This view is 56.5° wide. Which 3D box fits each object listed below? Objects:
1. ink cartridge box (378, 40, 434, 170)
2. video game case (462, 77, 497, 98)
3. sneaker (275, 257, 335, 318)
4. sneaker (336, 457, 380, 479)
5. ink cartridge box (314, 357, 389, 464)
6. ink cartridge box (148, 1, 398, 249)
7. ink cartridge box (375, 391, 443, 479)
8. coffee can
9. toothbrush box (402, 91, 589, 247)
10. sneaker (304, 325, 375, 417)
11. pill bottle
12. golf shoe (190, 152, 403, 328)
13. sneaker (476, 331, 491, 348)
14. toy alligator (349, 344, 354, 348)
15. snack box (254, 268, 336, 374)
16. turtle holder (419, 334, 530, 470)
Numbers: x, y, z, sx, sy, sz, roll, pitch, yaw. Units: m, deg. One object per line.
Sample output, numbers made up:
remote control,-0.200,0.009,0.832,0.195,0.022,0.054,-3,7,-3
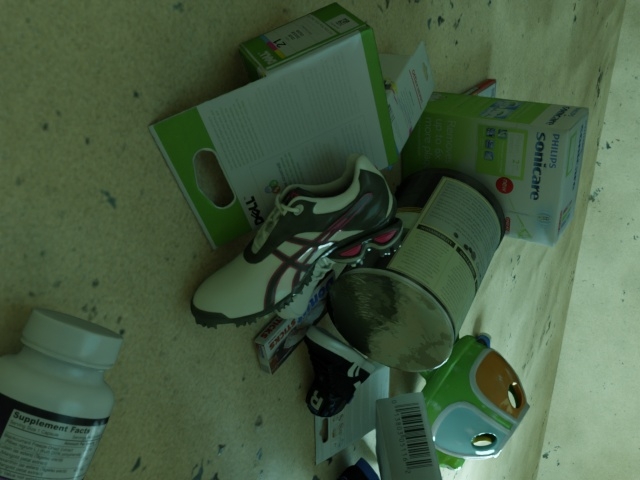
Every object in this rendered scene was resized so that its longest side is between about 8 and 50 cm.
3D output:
ink cartridge box,0.107,-0.213,0.922,0.181,0.062,0.104,-59,145,-22
video game case,0.307,-0.212,1.266,0.285,0.025,0.204,-36,132,-45
sneaker,0.000,0.000,0.796,0.090,0.115,0.232,14,91,-58
sneaker,0.069,0.514,1.169,0.090,0.081,0.232,-32,135,-22
ink cartridge box,0.050,0.308,1.095,0.179,0.045,0.145,-19,121,-32
ink cartridge box,-0.053,-0.132,0.696,0.255,0.097,0.188,-26,133,-7
ink cartridge box,0.169,0.493,1.075,0.385,0.091,0.308,80,1,-54
coffee can,0.160,0.040,0.954,0.275,0.202,0.201,-53,142,-40
toothbrush box,0.292,-0.132,1.034,0.122,0.283,0.206,-39,134,-44
sneaker,0.013,0.216,0.927,0.121,0.079,0.217,-55,147,-7
pill bottle,-0.242,0.160,0.500,0.108,0.108,0.193,35,73,-56
golf shoe,-0.040,-0.001,0.693,0.273,0.105,0.120,-29,122,-7
sneaker,0.461,0.348,1.706,0.085,0.058,0.152,-35,127,-53
toy alligator,0.123,0.188,1.126,0.190,0.051,0.056,0,103,-57
snack box,-0.031,0.116,0.885,0.178,0.022,0.064,-45,138,-39
turtle holder,0.303,0.376,1.302,0.320,0.227,0.243,-61,158,10
